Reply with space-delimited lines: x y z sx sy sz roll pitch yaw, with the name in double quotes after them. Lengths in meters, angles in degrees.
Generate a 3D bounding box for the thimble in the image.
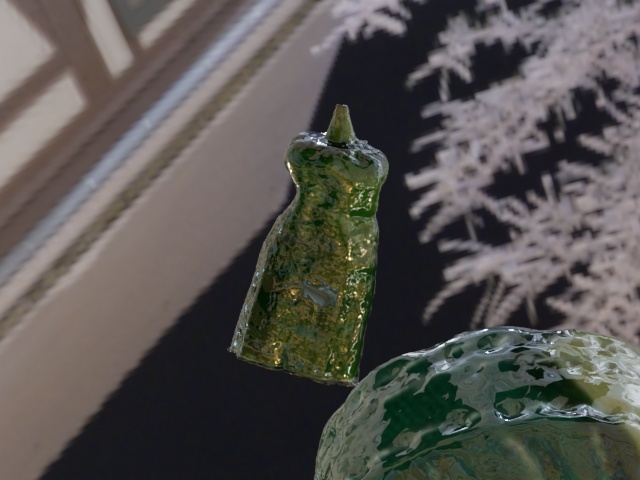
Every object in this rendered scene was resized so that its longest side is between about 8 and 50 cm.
0.134 0.181 0.956 0.288 0.254 0.167 -16 -152 10 "thimble"

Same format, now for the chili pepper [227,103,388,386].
0.000 0.000 1.561 0.136 0.270 0.099 19 -169 36 "chili pepper"
